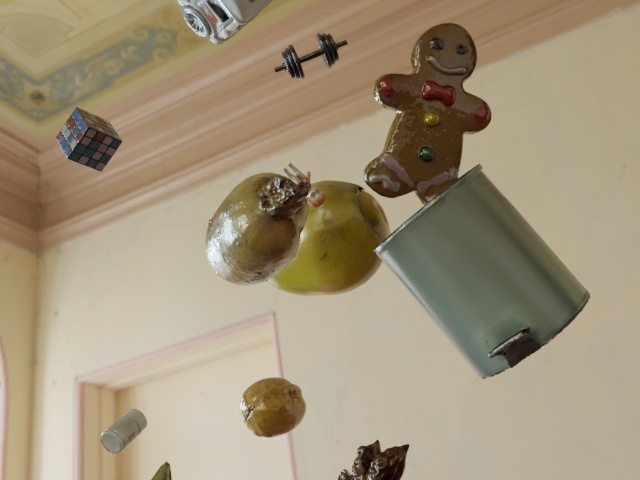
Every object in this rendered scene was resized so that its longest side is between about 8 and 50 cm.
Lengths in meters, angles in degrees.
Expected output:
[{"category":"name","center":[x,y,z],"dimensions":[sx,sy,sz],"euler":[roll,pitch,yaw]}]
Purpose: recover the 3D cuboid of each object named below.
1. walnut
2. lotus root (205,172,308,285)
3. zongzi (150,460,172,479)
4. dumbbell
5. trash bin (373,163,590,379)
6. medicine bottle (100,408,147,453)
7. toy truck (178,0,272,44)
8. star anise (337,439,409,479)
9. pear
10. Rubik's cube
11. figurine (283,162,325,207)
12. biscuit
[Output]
[{"category":"walnut","center":[-0.126,0.446,1.754],"dimensions":[0.159,0.159,0.207],"euler":[-29,-21,31]},{"category":"lotus root","center":[-0.108,-0.024,1.103],"dimensions":[0.152,0.169,0.343],"euler":[19,-23,-13]},{"category":"zongzi","center":[-0.347,0.488,1.028],"dimensions":[0.290,0.317,0.154],"euler":[16,-62,-33]},{"category":"dumbbell","center":[-0.026,-0.494,1.748],"dimensions":[0.209,0.099,0.099],"euler":[-22,-28,0]},{"category":"trash bin","center":[0.249,0.047,1.026],"dimensions":[0.217,0.262,0.277],"euler":[-42,-6,24]},{"category":"medicine bottle","center":[-0.422,0.409,1.400],"dimensions":[0.057,0.057,0.089],"euler":[-29,7,32]},{"category":"toy truck","center":[-0.227,-0.547,1.129],"dimensions":[0.387,0.173,0.207],"euler":[49,-20,-24]},{"category":"star anise","center":[0.088,0.436,1.120],"dimensions":[0.196,0.212,0.111],"euler":[-27,-67,12]},{"category":"pear","center":[0.006,0.005,1.594],"dimensions":[0.336,0.285,0.285],"euler":[-41,-31,0]},{"category":"Rubik's cube","center":[-0.521,-0.227,1.467],"dimensions":[0.092,0.092,0.092],"euler":[-50,-37,13]},{"category":"figurine","center":[-0.034,-0.115,1.350],"dimensions":[0.109,0.064,0.047],"euler":[46,-24,-13]},{"category":"biscuit","center":[0.251,-0.288,1.471],"dimensions":[0.283,0.431,0.064],"euler":[16,-1,-8]}]
